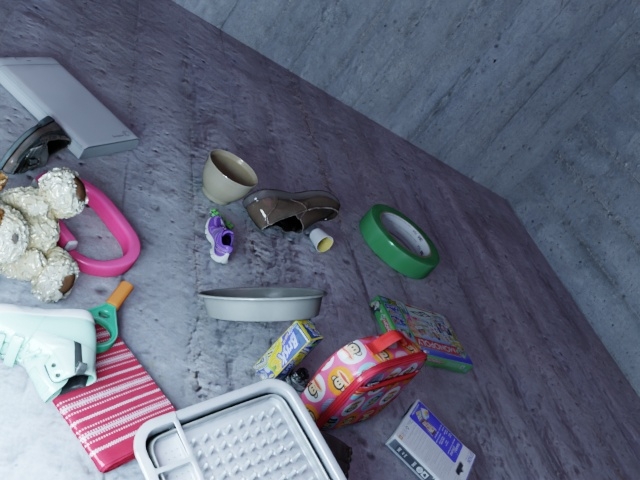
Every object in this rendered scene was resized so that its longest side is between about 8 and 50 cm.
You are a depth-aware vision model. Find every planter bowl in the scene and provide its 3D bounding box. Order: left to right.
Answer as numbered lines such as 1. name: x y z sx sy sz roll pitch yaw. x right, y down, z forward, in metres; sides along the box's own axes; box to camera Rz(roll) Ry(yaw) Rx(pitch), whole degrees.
1. planter bowl: -0.279 -0.172 1.993 0.162 0.109 0.162 32 26 -17

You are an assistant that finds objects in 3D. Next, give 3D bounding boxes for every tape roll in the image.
1. tape roll: 0.291 0.002 2.522 0.321 0.077 0.321 31 27 -18

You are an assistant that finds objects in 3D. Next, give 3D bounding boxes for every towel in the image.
1. towel: -0.384 0.270 1.216 0.275 0.031 0.199 46 28 19

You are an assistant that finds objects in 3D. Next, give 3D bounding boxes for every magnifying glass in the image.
1. magnifying glass: -0.416 0.142 1.326 0.092 0.026 0.231 26 23 -5

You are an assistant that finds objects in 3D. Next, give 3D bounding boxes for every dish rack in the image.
1. dish rack: -0.135 0.408 1.184 0.333 0.072 0.285 -13 57 -38

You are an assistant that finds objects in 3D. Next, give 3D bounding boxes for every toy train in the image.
1. toy train: -0.278 -0.057 1.914 0.083 0.017 0.024 40 36 2

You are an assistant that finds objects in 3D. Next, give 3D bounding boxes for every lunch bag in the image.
1. lunch bag: 0.110 0.302 1.564 0.293 0.258 0.120 -1 44 -53

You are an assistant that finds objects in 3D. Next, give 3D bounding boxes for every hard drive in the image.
1. hard drive: -0.681 -0.362 1.833 0.353 0.047 0.233 43 26 7

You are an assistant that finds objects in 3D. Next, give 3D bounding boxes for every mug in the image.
1. mug: -0.003 -0.001 2.164 0.062 0.078 0.064 -21 47 -25

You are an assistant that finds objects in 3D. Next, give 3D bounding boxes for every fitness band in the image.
1. fitness band: -0.522 -0.040 1.512 0.291 0.054 0.209 49 26 17

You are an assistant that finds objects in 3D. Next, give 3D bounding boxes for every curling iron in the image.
1. curling iron: -0.044 0.275 1.667 0.068 0.035 0.274 50 19 -15

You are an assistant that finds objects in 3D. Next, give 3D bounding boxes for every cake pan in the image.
1. cake pan: -0.130 0.142 1.554 0.293 0.054 0.293 0 1 0

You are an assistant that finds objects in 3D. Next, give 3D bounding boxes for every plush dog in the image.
1. plush dog: -0.578 -0.020 1.253 0.210 0.262 0.225 12 6 21

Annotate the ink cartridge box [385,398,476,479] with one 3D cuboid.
1. ink cartridge box: 0.276 0.516 1.686 0.208 0.045 0.206 43 25 10

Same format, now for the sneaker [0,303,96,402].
1. sneaker: -0.488 0.187 1.109 0.256 0.094 0.151 2 49 -31

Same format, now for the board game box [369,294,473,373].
1. board game box: 0.312 0.291 2.109 0.317 0.046 0.213 19 31 -37

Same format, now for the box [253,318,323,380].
1. box: -0.072 0.247 1.511 0.054 0.169 0.059 0 47 -55

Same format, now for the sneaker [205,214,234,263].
1. sneaker: -0.255 -0.012 1.807 0.068 0.071 0.170 21 30 -34

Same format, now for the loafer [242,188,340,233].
1. loafer: -0.080 -0.075 2.117 0.366 0.134 0.130 -2 70 -42

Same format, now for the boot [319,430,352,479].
1. boot: 0.041 0.490 1.358 0.263 0.091 0.229 33 26 -8

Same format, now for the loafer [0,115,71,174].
1. loafer: -0.649 -0.213 1.584 0.084 0.096 0.267 38 22 -18
